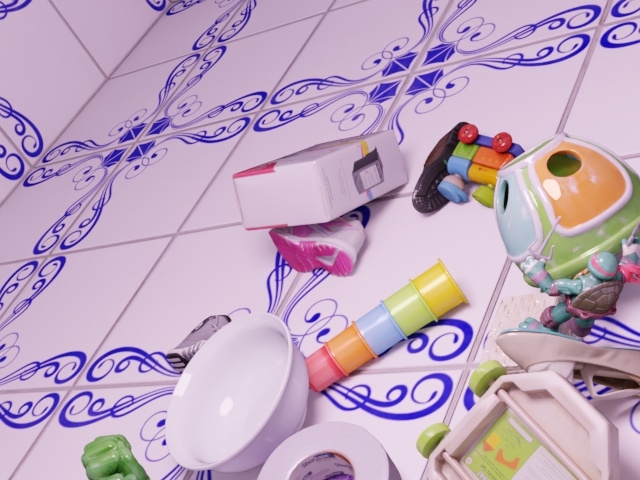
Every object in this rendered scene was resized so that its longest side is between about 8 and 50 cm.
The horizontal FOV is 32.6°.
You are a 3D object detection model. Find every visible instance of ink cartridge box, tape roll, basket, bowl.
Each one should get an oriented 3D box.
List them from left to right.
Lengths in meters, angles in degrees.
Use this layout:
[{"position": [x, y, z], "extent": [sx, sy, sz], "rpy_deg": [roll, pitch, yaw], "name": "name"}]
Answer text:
[{"position": [-0.119, 0.283, 1.882], "extent": [0.298, 0.134, 0.297], "rpy_deg": [-30, 38, 27], "name": "bowl"}, {"position": [0.001, -0.126, 2.272], "extent": [0.226, 0.131, 0.306], "rpy_deg": [-7, 13, 37], "name": "ink cartridge box"}, {"position": [0.012, 0.384, 1.652], "extent": [0.219, 0.072, 0.219], "rpy_deg": [-16, 44, 16], "name": "tape roll"}, {"position": [0.320, 0.168, 1.675], "extent": [0.113, 0.103, 0.167], "rpy_deg": [-9, 37, 35], "name": "basket"}]

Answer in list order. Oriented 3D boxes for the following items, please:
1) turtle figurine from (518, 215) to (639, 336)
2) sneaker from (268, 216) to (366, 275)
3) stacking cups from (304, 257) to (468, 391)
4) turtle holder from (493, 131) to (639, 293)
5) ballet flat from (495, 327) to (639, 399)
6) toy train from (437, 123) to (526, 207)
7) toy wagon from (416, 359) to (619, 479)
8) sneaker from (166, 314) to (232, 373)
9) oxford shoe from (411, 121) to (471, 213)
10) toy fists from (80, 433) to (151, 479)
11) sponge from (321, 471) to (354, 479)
[{"position": [0.365, 0.060, 1.527], "extent": [0.175, 0.234, 0.118], "rpy_deg": [2, 51, -11], "name": "turtle figurine"}, {"position": [0.000, 0.000, 2.255], "extent": [0.252, 0.103, 0.111], "rpy_deg": [11, 48, 44], "name": "sneaker"}, {"position": [0.104, 0.154, 1.932], "extent": [0.316, 0.096, 0.096], "rpy_deg": [-33, 29, 7], "name": "stacking cups"}, {"position": [0.399, -0.052, 1.768], "extent": [0.243, 0.227, 0.320], "rpy_deg": [-34, 2, 16], "name": "turtle holder"}, {"position": [0.365, 0.180, 1.534], "extent": [0.249, 0.086, 0.086], "rpy_deg": [9, 31, -11], "name": "ballet flat"}, {"position": [0.346, -0.124, 2.102], "extent": [0.248, 0.105, 0.143], "rpy_deg": [22, 77, 46], "name": "toy train"}, {"position": [0.238, 0.337, 1.467], "extent": [0.344, 0.068, 0.267], "rpy_deg": [-51, 48, 10], "name": "toy wagon"}, {"position": [-0.199, 0.195, 2.170], "extent": [0.229, 0.086, 0.132], "rpy_deg": [-5, 38, 42], "name": "sneaker"}, {"position": [0.245, -0.136, 2.242], "extent": [0.227, 0.083, 0.096], "rpy_deg": [-55, 12, -28], "name": "oxford shoe"}, {"position": [-0.343, 0.438, 1.896], "extent": [0.096, 0.142, 0.279], "rpy_deg": [-33, 30, 1], "name": "toy fists"}, {"position": [-0.025, 0.402, 1.747], "extent": [0.210, 0.031, 0.117], "rpy_deg": [-40, 31, -12], "name": "sponge"}]
